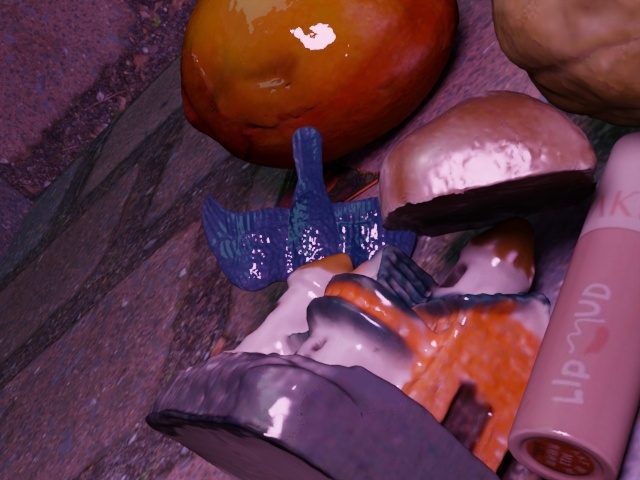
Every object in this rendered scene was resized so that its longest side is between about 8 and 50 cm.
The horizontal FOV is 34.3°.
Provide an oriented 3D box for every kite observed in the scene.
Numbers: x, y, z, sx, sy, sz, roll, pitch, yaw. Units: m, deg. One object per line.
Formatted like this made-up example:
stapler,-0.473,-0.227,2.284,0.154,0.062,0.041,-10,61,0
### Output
kite,-0.021,-0.058,1.377,0.234,0.016,0.321,-51,21,-5

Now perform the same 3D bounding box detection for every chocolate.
chocolate,0.125,-0.061,0.796,0.157,0.080,0.254,-14,-7,13

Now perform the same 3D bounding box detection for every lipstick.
lipstick,0.197,0.038,0.698,0.070,0.070,0.254,-21,35,51

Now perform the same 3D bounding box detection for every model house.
model house,0.048,0.071,0.773,0.301,0.190,0.271,-52,11,-22

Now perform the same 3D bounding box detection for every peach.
peach,-0.011,-0.252,1.289,0.373,0.290,0.372,-7,52,9

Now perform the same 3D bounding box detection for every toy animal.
toy animal,0.000,0.000,1.062,0.239,0.255,0.176,-9,-4,-1

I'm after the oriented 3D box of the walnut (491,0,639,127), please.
walnut,0.267,-0.210,0.707,0.277,0.253,0.282,-13,57,57
